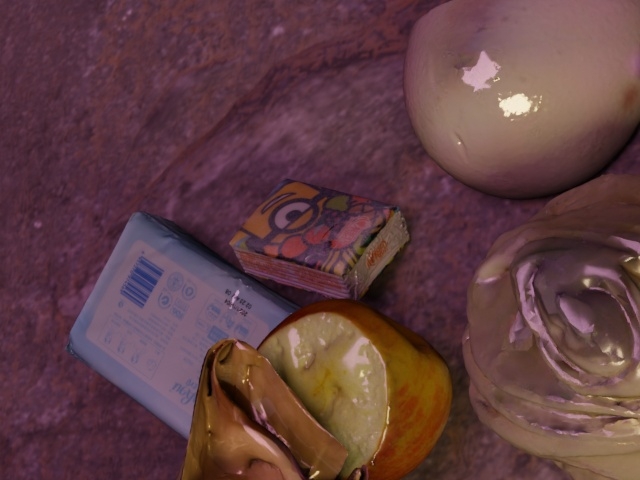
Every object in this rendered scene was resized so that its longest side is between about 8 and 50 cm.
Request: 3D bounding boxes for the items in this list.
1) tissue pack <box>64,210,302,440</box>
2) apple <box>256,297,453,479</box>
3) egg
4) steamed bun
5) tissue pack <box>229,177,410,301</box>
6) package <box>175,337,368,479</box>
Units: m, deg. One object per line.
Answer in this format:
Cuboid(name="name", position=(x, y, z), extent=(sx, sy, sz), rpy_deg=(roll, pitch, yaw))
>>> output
Cuboid(name="tissue pack", position=(-0.128, 0.104, 1.840), extent=(0.263, 0.089, 0.177), rpy_deg=(31, 96, 34))
Cuboid(name="apple", position=(0.028, 0.150, 1.673), extent=(0.195, 0.160, 0.173), rpy_deg=(36, 92, 31))
Cuboid(name="egg", position=(0.184, -0.158, 1.661), extent=(0.271, 0.161, 0.206), rpy_deg=(-29, 61, 25))
Cuboid(name="steamed bun", position=(0.243, 0.078, 1.527), extent=(0.280, 0.207, 0.268), rpy_deg=(-43, 58, 18))
Cuboid(name="tissue pack", position=(0.000, 0.000, 1.776), extent=(0.148, 0.060, 0.109), rpy_deg=(15, 52, 34))
Cuboid(name="package", position=(-0.069, 0.278, 1.652), extent=(0.221, 0.165, 0.311), rpy_deg=(-81, 7, -46))
